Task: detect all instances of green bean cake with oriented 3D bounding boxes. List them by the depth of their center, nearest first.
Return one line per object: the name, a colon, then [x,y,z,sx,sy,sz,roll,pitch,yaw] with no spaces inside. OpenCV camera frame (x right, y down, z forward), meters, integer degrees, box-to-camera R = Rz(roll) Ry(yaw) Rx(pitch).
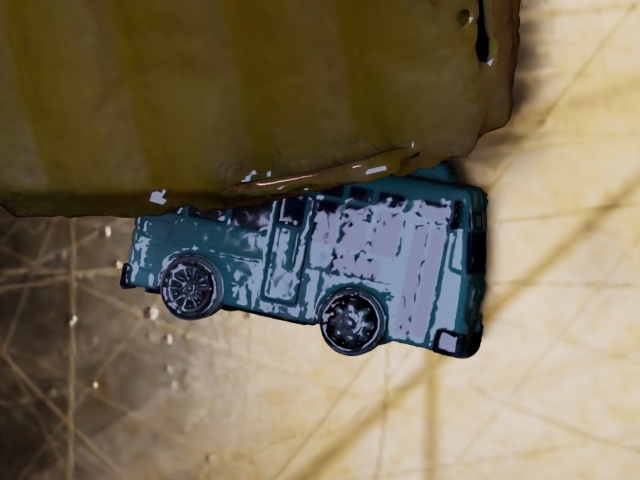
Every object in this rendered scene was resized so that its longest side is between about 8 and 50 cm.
green bean cake: [-0.032,-0.107,0.477,0.230,0.224,0.131,-4,118,14]

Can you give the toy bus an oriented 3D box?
toy bus: [0.000,0.000,0.550,0.160,0.079,0.091,12,94,14]
